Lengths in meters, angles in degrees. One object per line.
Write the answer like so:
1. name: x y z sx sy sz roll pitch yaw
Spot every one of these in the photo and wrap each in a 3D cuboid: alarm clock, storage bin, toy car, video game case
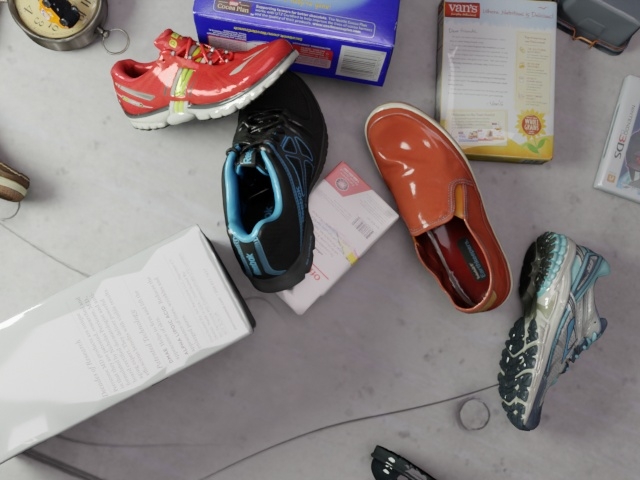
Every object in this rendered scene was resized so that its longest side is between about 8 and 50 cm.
1. alarm clock: -0.352 -0.323 1.069 0.192 0.064 0.129 35 83 1
2. storage bin: 0.418 -0.343 1.121 0.135 0.091 0.098 27 84 -1
3. toy car: -0.353 -0.346 1.033 0.040 0.060 0.122 -9 63 36
4. video game case: 0.534 -0.134 1.146 0.201 0.023 0.183 18 84 -3

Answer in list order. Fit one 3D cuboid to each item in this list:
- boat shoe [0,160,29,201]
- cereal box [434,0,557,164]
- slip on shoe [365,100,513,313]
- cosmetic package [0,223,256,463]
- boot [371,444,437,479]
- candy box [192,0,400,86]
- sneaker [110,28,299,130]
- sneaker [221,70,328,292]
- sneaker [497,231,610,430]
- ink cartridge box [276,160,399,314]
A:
1. boat shoe: -0.504 -0.146 1.028 0.257 0.095 0.095 28 77 -2
2. cereal box: 0.258 -0.238 1.120 0.173 0.047 0.240 4 84 -4
3. slip on shoe: 0.162 -0.045 1.052 0.123 0.101 0.331 -28 89 29
4. cosmetic package: -0.286 0.137 0.961 0.385 0.217 0.156 -29 88 -5
5. boot: 0.123 0.428 1.026 0.246 0.094 0.207 38 79 -7
6. candy box: -0.015 -0.399 1.051 0.268 0.122 0.317 10 74 -3
7. sneaker: -0.165 -0.223 0.989 0.279 0.107 0.118 -10 121 26
8. sneaker: -0.062 -0.110 0.997 0.125 0.140 0.341 -9 62 12
9. sneaker: 0.340 0.135 1.065 0.122 0.110 0.283 17 84 -6
10. ink cartridge box: 0.000 0.000 1.068 0.115 0.067 0.198 45 82 1
